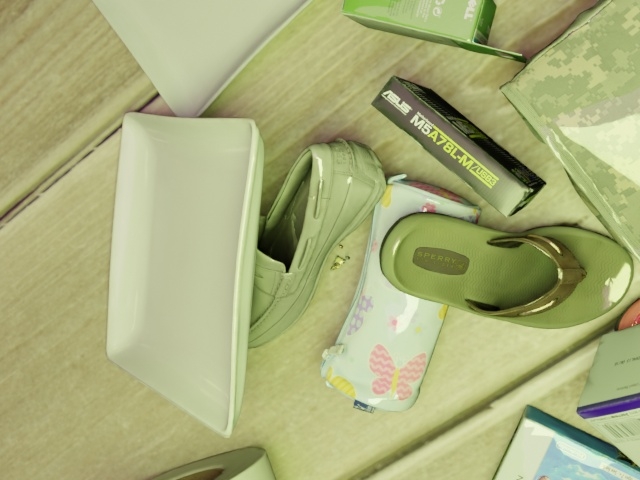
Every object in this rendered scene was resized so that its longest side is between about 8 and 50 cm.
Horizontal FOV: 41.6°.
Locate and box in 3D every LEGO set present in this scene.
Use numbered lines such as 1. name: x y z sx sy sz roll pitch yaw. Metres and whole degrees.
1. LEGO set: 0.002 -0.001 1.065 0.083 0.023 0.054 38 104 12

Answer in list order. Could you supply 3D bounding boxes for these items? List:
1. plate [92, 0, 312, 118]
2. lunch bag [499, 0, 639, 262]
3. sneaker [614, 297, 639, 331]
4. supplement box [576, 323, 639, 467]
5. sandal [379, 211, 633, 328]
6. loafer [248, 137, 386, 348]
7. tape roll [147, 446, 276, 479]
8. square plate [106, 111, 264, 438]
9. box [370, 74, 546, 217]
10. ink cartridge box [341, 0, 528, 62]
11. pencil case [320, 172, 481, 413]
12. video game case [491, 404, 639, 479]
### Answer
1. plate: -0.153 -0.336 1.061 0.277 0.045 0.278 -40 82 26
2. lunch bag: 0.354 -0.126 0.855 0.235 0.169 0.287 -38 94 17
3. sneaker: 0.465 0.083 0.864 0.313 0.136 0.116 -8 92 19
4. supplement box: 0.388 0.188 0.855 0.220 0.114 0.111 42 144 -11
5. sandal: 0.211 0.040 0.914 0.302 0.086 0.120 6 98 -19
6. loafer: -0.046 0.007 1.003 0.319 0.111 0.112 -58 43 29
7. tape roll: -0.153 0.380 1.032 0.246 0.246 0.169 -20 87 18
8. square plate: -0.169 0.021 1.034 0.344 0.049 0.347 14 100 53
9. box: 0.157 -0.103 0.920 0.184 0.190 0.045 44 107 11
10. ink cartridge box: 0.140 -0.257 0.955 0.209 0.109 0.062 18 100 16
11. pencil case: 0.093 0.062 0.994 0.124 0.113 0.273 20 100 12
12. video game case: 0.313 0.363 0.976 0.269 0.061 0.244 24 102 14
